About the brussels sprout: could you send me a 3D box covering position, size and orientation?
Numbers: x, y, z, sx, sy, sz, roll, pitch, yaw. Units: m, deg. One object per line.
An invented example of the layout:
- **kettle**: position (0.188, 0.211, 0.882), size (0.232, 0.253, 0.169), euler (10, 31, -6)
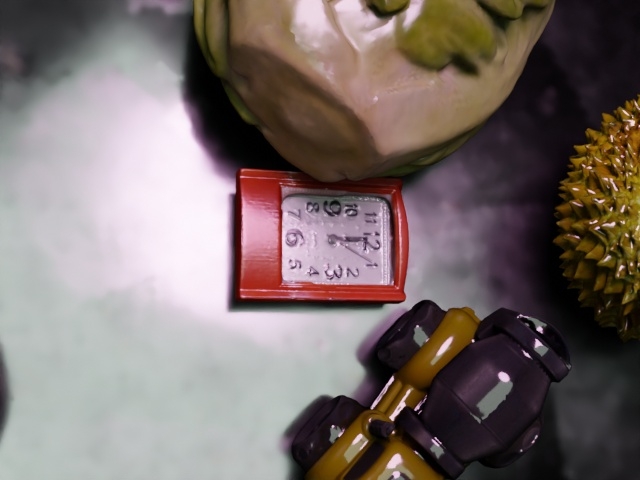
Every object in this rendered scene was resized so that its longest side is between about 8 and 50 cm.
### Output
- **brussels sprout**: position (0.044, -0.217, 0.708), size (0.328, 0.247, 0.328), euler (4, 73, -12)

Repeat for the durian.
- **durian**: position (0.307, -0.015, 0.758), size (0.200, 0.176, 0.236), euler (21, 71, 3)

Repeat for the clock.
- **clock**: position (0.000, 0.000, 0.753), size (0.155, 0.061, 0.113), euler (2, 79, -15)

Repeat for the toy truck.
- **toy truck**: position (0.092, 0.152, 0.688), size (0.224, 0.165, 0.147), euler (-44, 91, -15)
